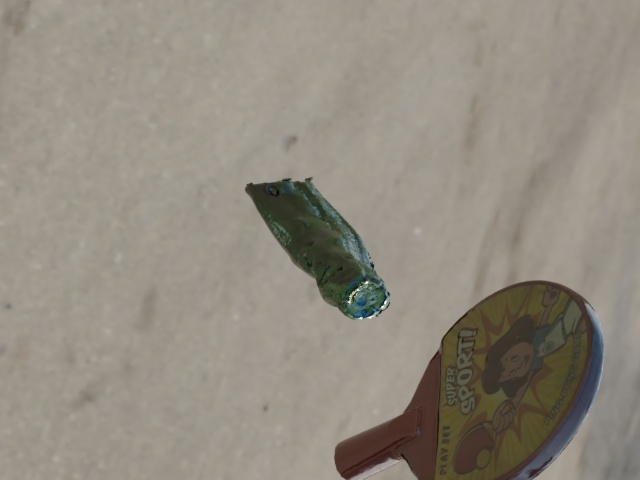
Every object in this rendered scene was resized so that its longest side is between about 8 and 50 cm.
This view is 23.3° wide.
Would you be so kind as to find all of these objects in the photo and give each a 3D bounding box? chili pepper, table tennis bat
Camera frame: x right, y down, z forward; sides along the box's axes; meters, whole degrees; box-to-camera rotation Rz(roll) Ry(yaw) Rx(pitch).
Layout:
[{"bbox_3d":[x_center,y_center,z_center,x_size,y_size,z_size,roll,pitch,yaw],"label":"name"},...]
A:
[{"bbox_3d":[-0.001,0.002,1.572,0.098,0.224,0.061,7,119,-38],"label":"chili pepper"},{"bbox_3d":[0.128,0.147,1.364,0.038,0.310,0.200,32,46,-29],"label":"table tennis bat"}]
